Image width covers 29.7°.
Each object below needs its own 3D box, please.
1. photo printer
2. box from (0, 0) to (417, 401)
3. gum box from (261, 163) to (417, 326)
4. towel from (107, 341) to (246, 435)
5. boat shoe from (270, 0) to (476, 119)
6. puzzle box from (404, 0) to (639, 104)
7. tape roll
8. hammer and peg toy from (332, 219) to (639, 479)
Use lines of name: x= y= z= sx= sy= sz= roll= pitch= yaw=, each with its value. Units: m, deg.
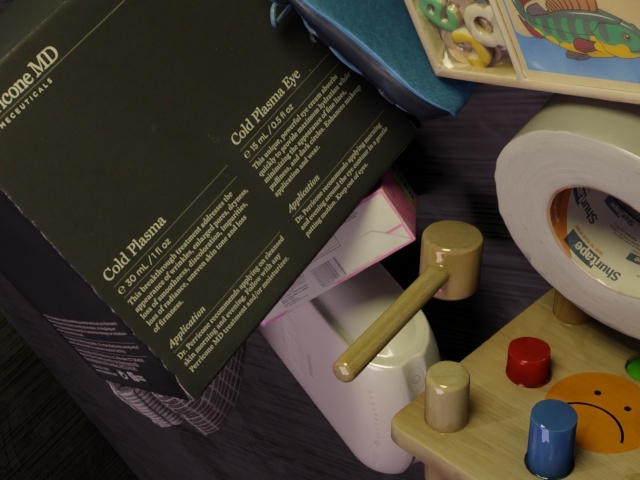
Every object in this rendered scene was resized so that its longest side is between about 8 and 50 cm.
photo printer: x=0.024 y=0.104 z=1.348 sx=0.307 sy=0.107 sz=0.256 roll=50 pitch=159 yaw=32
box: x=-0.141 y=-0.096 z=1.057 sx=0.179 sy=0.343 sz=0.312 roll=3 pitch=136 yaw=53
gum box: x=0.000 y=0.000 z=1.183 sx=0.062 sy=0.188 sz=0.107 roll=55 pitch=-163 yaw=-17
towel: x=-0.153 y=0.076 z=1.454 sx=0.121 sy=0.284 sz=0.235 roll=6 pitch=163 yaw=12
boat shoe: x=0.012 y=-0.190 z=0.994 sx=0.258 sy=0.109 sz=0.089 roll=51 pitch=159 yaw=-8
puzzle box: x=0.186 y=-0.204 z=0.756 sx=0.409 sy=0.052 sz=0.272 roll=17 pitch=143 yaw=47
tape roll: x=0.243 y=-0.020 z=0.935 sx=0.219 sy=0.072 sz=0.219 roll=35 pitch=154 yaw=20
hammer and peg toy: x=0.188 y=0.134 z=1.030 sx=0.361 sy=0.266 sz=0.127 roll=28 pitch=136 yaw=34
